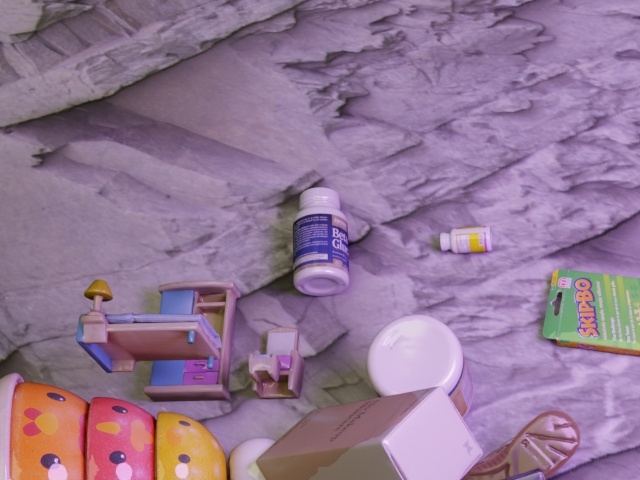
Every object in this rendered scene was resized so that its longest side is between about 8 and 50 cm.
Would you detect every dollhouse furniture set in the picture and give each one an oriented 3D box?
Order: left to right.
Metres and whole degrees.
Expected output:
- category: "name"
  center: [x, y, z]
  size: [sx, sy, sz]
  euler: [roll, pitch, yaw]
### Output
- category: "dollhouse furniture set"
  center: [-0.197, 0.112, 2.000]
  size: [0.286, 0.303, 0.198]
  euler: [-3, 63, 13]

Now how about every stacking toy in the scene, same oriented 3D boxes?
- category: "stacking toy"
  center: [-0.265, 0.363, 1.935]
  size: [0.480, 0.350, 0.350]
  euler: [-4, 61, -7]

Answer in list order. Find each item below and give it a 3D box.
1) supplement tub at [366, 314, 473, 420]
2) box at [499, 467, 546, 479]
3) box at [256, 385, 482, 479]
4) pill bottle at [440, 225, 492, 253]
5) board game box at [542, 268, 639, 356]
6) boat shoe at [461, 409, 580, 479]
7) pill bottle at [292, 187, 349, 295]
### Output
- category: "supplement tub"
  center: [0.155, 0.213, 1.912]
  size: [0.144, 0.199, 0.144]
  euler: [-6, 62, 11]
- category: "box"
  center: [0.216, 0.545, 1.716]
  size: [0.318, 0.097, 0.394]
  euler: [-20, 80, 6]
- category: "box"
  center: [0.064, 0.311, 1.800]
  size: [0.148, 0.311, 0.121]
  euler: [-38, 100, -38]
- category: "pill bottle"
  center: [0.242, -0.001, 2.091]
  size: [0.083, 0.043, 0.043]
  euler: [-4, 62, 13]
- category: "board game box"
  center: [0.485, 0.118, 1.970]
  size: [0.259, 0.039, 0.124]
  euler: [8, 65, 16]
- category: "boat shoe"
  center: [0.269, 0.365, 1.879]
  size: [0.285, 0.089, 0.104]
  euler: [-36, 76, -1]
- category: "pill bottle"
  center: [0.000, 0.000, 2.125]
  size: [0.094, 0.094, 0.169]
  euler: [-7, 62, 11]
